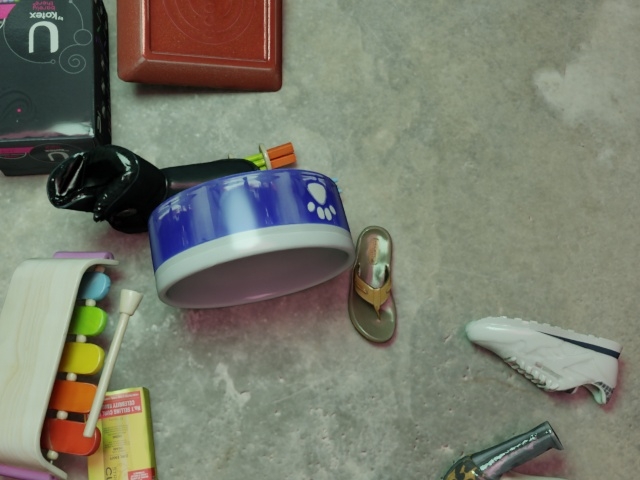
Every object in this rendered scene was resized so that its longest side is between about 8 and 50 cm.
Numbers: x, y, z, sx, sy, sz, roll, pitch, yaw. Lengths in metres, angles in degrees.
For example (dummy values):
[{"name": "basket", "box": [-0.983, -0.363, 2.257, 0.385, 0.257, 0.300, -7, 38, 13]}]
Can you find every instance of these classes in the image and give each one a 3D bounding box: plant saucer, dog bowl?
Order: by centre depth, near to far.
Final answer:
[{"name": "dog bowl", "box": [-0.092, 0.005, 1.023, 0.265, 0.265, 0.104, -11, 75, -9]}, {"name": "plant saucer", "box": [-0.170, -0.362, 1.148, 0.259, 0.048, 0.258, -1, 94, -23]}]

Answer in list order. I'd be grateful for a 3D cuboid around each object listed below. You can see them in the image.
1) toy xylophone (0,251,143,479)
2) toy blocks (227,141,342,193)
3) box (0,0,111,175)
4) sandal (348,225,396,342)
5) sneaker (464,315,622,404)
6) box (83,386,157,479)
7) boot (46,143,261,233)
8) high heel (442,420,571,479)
[{"name": "toy xylophone", "box": [-0.341, 0.158, 1.008, 0.236, 0.081, 0.323, 9, 73, 27]}, {"name": "toy blocks", "box": [-0.052, -0.095, 1.161, 0.148, 0.054, 0.123, -17, 78, -10]}, {"name": "box", "box": [-0.399, -0.246, 1.119, 0.165, 0.143, 0.270, -4, 77, -6]}, {"name": "sandal", "box": [0.080, 0.061, 1.137, 0.072, 0.049, 0.180, 4, 75, -5]}, {"name": "sneaker", "box": [0.322, 0.170, 1.119, 0.235, 0.090, 0.095, 14, 84, -1]}, {"name": "box", "box": [-0.262, 0.319, 1.030, 0.087, 0.058, 0.232, -7, 75, -6]}, {"name": "boot", "box": [-0.213, -0.071, 1.034, 0.246, 0.207, 0.094, -11, 81, 7]}, {"name": "high heel", "box": [0.293, 0.398, 1.073, 0.186, 0.093, 0.261, -29, 93, 10]}]
